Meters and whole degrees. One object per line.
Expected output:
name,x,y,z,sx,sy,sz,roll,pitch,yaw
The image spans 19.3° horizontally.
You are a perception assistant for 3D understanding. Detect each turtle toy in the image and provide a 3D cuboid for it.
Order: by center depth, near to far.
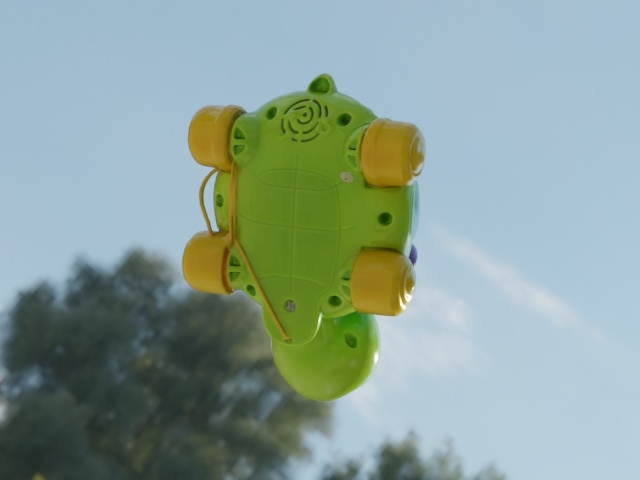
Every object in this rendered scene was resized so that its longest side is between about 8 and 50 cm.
turtle toy,0.000,0.000,0.730,0.095,0.066,0.130,8,-79,22
